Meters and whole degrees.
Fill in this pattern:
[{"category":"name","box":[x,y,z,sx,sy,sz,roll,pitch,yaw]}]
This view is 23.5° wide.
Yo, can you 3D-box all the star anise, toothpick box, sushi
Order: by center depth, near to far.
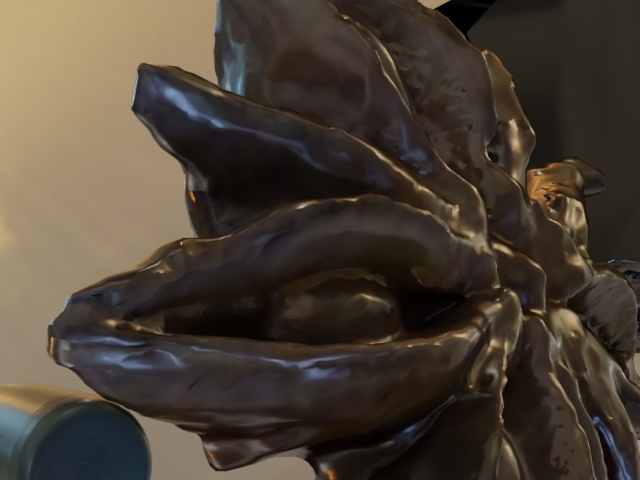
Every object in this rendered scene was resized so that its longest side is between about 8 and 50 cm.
[{"category":"star anise","box":[0.036,0.026,0.522,0.109,0.292,0.349,-20,-142,24]},{"category":"sushi","box":[0.188,-0.031,0.858,0.227,0.212,0.215,-23,-111,-15]},{"category":"toothpick box","box":[-0.234,0.180,1.302,0.120,0.120,0.184,-49,-151,-22]}]

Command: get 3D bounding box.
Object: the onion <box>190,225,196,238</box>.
[{"category":"onion","box":[0.012,0.017,1.430,0.281,0.221,0.281,10,-118,-20]}]
